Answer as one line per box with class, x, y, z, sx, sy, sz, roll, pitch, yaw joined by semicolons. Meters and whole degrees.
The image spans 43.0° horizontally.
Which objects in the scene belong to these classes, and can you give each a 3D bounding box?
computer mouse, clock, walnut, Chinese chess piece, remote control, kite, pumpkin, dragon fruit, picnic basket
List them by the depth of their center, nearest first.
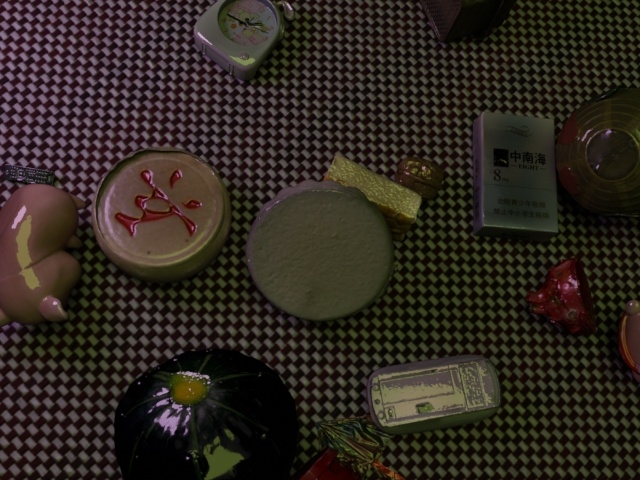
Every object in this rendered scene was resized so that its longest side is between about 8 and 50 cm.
pumpkin;-0.170;0.331;1.295;0.295;0.296;0.296;2;72;-6
kite;0.073;0.368;1.424;0.189;0.009;0.232;36;72;5
computer mouse;0.201;0.272;1.446;0.245;0.056;0.126;-8;72;-11
Chinese chess piece;-0.285;-0.046;1.464;0.249;0.103;0.250;2;71;-5
remote control;-0.537;-0.119;1.499;0.091;0.016;0.034;10;88;-4
dragon fruit;0.445;0.108;1.513;0.110;0.153;0.153;-10;71;25
walnut;0.191;-0.118;1.560;0.096;0.082;0.079;24;99;0
clock;-0.146;-0.426;1.621;0.151;0.062;0.191;38;71;6
picnic basket;0.283;-0.552;1.661;0.139;0.165;0.267;-18;76;-13

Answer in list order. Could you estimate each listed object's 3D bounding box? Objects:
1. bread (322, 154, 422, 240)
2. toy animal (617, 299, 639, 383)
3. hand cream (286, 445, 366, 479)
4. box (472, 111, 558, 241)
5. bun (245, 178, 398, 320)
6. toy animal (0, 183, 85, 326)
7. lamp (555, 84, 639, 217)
bread;0.089;-0.075;1.505;0.188;0.125;0.068;27;70;1
toy animal;0.639;0.185;1.483;0.197;0.171;0.171;4;72;-14
hand cream;-0.018;0.451;1.276;0.230;0.230;0.149;-38;81;-16
box;0.380;-0.125;1.590;0.155;0.067;0.243;7;72;-7
bun;0.000;0.000;1.458;0.263;0.175;0.263;-1;113;-1
toy animal;-0.485;0.023;1.385;0.166;0.154;0.250;-14;70;33
lamp;0.584;-0.169;1.549;0.284;0.250;0.250;-14;69;-56
